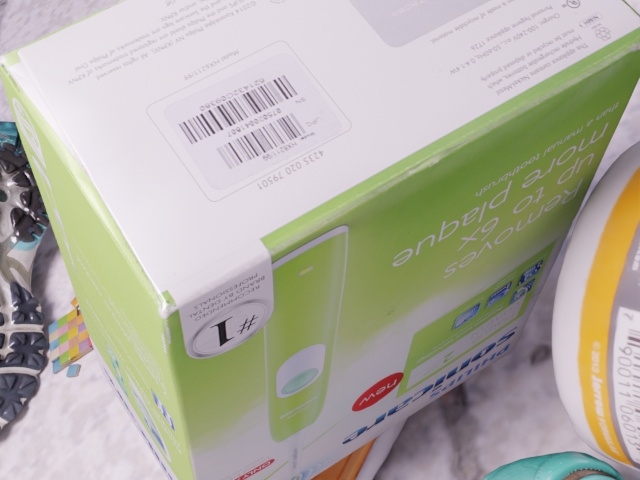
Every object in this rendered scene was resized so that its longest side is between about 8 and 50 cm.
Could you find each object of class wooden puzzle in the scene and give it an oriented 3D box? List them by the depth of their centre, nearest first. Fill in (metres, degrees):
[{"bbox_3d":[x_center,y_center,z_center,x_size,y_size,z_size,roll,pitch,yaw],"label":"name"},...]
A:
[{"bbox_3d":[-0.194,0.074,0.882,0.049,0.006,0.083,-32,42,14],"label":"wooden puzzle"}]

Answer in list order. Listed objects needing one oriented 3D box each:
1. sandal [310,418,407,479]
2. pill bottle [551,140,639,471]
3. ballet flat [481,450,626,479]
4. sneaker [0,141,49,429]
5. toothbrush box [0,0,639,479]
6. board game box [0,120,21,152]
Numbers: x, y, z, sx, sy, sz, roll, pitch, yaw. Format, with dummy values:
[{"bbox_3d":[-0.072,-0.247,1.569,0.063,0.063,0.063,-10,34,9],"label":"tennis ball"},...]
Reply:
[{"bbox_3d":[-0.032,0.142,0.635,0.102,0.076,0.265,7,62,43],"label":"sandal"},{"bbox_3d":[0.242,0.049,0.423,0.278,0.162,0.162,15,67,45],"label":"pill bottle"},{"bbox_3d":[0.066,0.209,0.507,0.247,0.083,0.087,-61,17,-13],"label":"ballet flat"},{"bbox_3d":[-0.291,0.061,0.923,0.122,0.110,0.283,-38,38,44],"label":"sneaker"},{"bbox_3d":[0.000,0.000,0.503,0.206,0.283,0.122,-29,67,-18],"label":"toothbrush box"},{"bbox_3d":[-0.387,-0.068,1.061,0.186,0.026,0.126,3,48,-7],"label":"board game box"}]
